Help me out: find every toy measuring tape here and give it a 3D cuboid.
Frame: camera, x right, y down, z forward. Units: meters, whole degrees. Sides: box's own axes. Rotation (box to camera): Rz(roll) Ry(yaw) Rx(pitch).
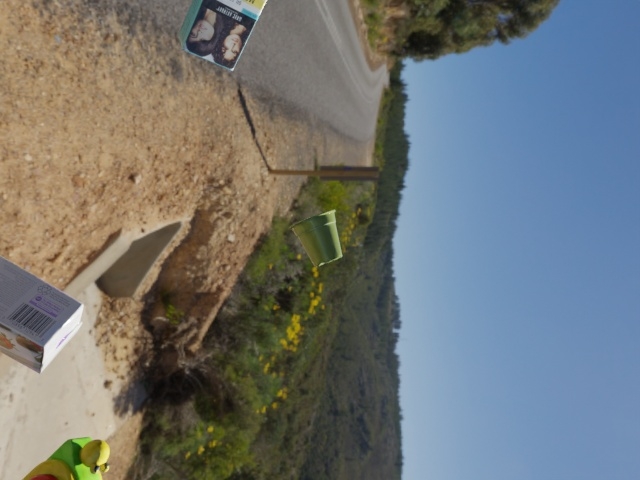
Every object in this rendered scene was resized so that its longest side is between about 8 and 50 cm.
[{"bbox_3d":[-0.445,0.440,0.766,0.121,0.330,0.121,46,4,-4],"label":"toy measuring tape"}]

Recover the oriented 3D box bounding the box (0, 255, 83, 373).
[{"bbox_3d":[-0.406,0.021,0.505,0.063,0.323,0.067,-55,-173,40],"label":"box"}]

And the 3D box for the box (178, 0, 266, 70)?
[{"bbox_3d":[-0.146,-0.423,0.828,0.244,0.100,0.060,-54,-141,30],"label":"box"}]

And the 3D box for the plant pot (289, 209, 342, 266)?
[{"bbox_3d":[0.000,0.000,0.826,0.083,0.083,0.079,2,67,-86],"label":"plant pot"}]
